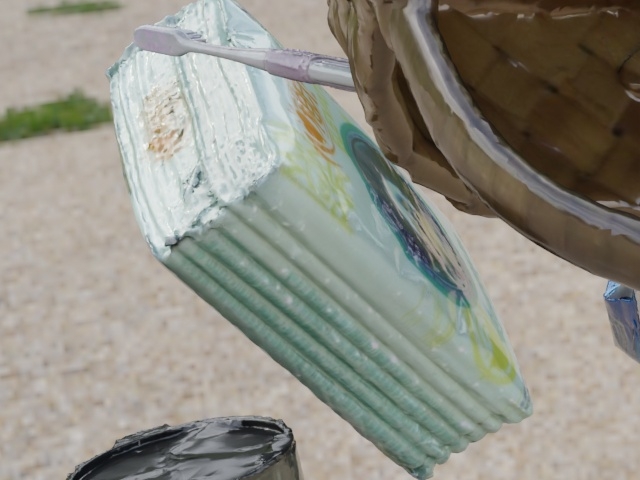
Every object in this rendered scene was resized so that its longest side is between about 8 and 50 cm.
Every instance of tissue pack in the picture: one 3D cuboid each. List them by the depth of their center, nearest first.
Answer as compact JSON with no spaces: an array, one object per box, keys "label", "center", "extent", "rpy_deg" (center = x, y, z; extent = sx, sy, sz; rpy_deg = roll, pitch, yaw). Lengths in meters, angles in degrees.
[{"label":"tissue pack","center":[0.000,0.000,1.640],"extent":[0.162,0.388,0.287],"rpy_deg":[-37,38,13]}]

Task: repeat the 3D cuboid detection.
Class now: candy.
[{"label":"candy","center":[0.283,0.066,1.739],"extent":[0.038,0.088,0.136],"rpy_deg":[-5,5,1]}]

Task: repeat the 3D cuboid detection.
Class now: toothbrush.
[{"label":"toothbrush","center":[-0.005,-0.127,1.376],"extent":[0.354,0.024,0.029],"rpy_deg":[15,22,38]}]

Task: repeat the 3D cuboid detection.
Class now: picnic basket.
[{"label":"picnic basket","center":[0.164,-0.095,0.802],"extent":[0.293,0.337,0.337],"rpy_deg":[-2,12,-16]}]

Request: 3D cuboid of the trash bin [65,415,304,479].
[{"label":"trash bin","center":[-0.084,0.319,1.569],"extent":[0.203,0.301,0.252],"rpy_deg":[-16,9,-25]}]
